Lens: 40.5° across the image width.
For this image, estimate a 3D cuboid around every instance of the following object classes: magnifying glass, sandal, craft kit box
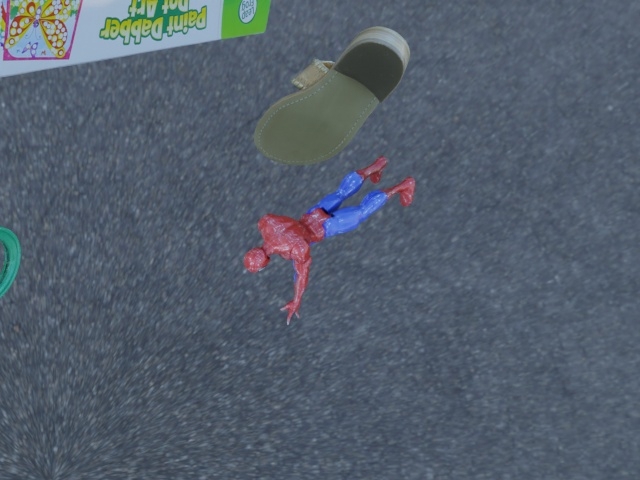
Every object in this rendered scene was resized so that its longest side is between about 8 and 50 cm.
[{"bbox_3d":[-0.413,0.084,0.968,0.026,0.092,0.231,17,70,24],"label":"magnifying glass"},{"bbox_3d":[0.020,-0.161,0.917,0.088,0.240,0.079,36,54,-16],"label":"sandal"},{"bbox_3d":[-0.196,-0.165,0.513,0.250,0.061,0.247,21,29,23],"label":"craft kit box"}]

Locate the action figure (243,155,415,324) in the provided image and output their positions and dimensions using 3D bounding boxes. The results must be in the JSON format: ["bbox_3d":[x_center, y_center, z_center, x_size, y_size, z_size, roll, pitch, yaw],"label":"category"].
[{"bbox_3d":[0.000,0.000,1.143,0.091,0.139,0.280,38,44,26],"label":"action figure"}]
